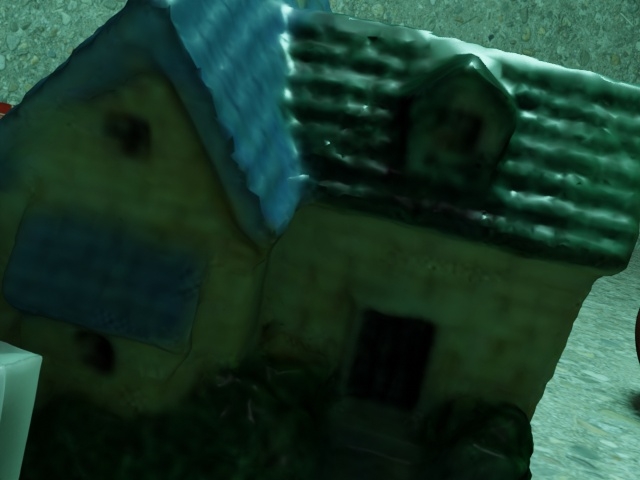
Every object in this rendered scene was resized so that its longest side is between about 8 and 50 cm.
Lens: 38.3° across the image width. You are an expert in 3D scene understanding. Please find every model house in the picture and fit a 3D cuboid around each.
[{"bbox_3d":[-0.002,-0.031,0.616,0.382,0.343,0.334,16,31,2],"label":"model house"}]

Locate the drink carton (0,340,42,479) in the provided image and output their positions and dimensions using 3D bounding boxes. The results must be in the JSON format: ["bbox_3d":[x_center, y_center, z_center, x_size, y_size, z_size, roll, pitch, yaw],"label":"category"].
[{"bbox_3d":[-0.300,0.075,0.468,0.315,0.131,0.106,18,11,23],"label":"drink carton"}]

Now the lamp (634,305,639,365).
[{"bbox_3d":[0.521,0.107,1.064,0.303,0.257,0.303,-1,-28,-1],"label":"lamp"}]

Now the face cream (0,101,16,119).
[{"bbox_3d":[-0.311,-0.033,0.911,0.187,0.201,0.201,10,9,-24],"label":"face cream"}]
